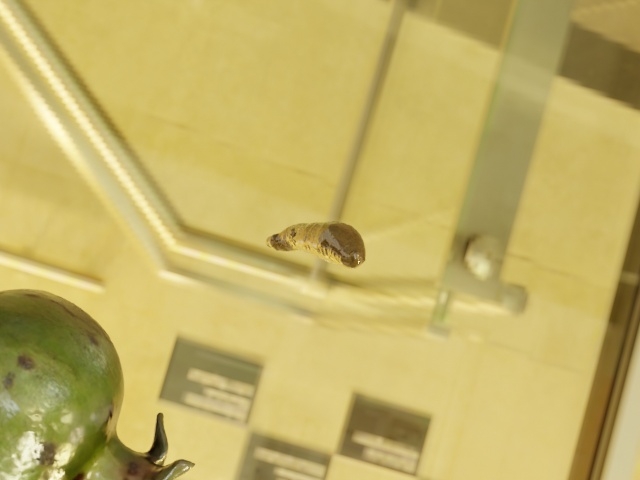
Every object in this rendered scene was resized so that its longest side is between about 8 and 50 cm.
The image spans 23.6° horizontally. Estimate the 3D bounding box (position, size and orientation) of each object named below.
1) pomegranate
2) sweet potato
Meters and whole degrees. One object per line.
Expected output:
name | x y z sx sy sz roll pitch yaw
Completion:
pomegranate | -0.161 0.101 0.891 0.169 0.148 0.148 22 171 -14
sweet potato | 0.000 0.000 0.875 0.026 0.026 0.115 20 176 -25
